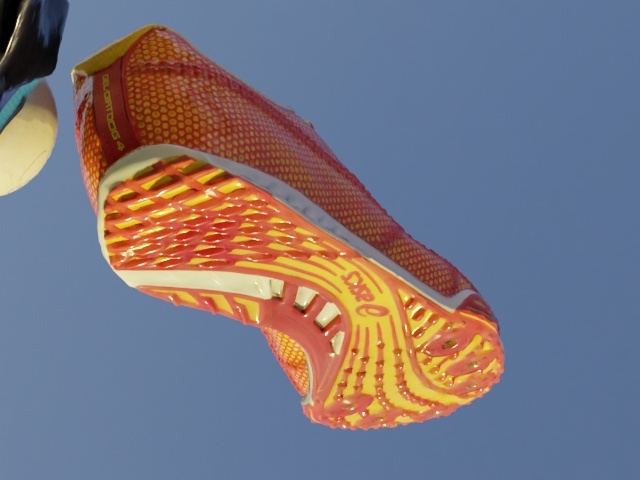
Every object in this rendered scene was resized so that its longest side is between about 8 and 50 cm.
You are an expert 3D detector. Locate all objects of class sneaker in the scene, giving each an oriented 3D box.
[{"bbox_3d":[0.000,0.000,0.467,0.064,0.175,0.067,-25,-128,15],"label":"sneaker"}]

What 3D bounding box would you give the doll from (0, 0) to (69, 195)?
[{"bbox_3d":[-0.079,-0.033,0.337,0.129,0.046,0.189,-59,-178,-5],"label":"doll"}]
